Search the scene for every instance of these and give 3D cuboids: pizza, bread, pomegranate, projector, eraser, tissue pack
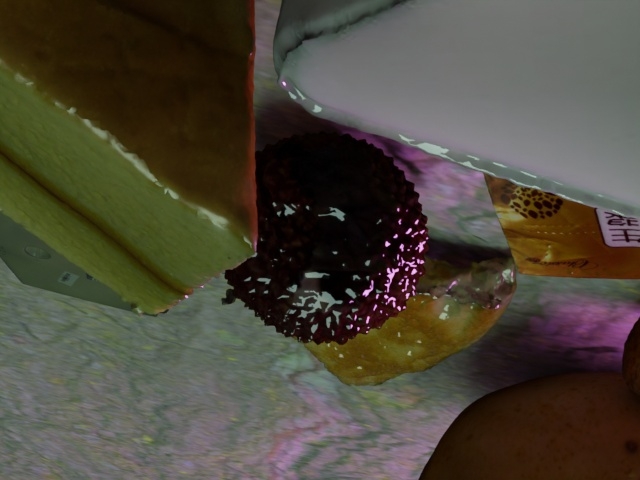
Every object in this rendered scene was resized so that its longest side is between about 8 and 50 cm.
[{"bbox_3d":[0.026,0.037,1.392,0.287,0.075,0.280,30,145,-27],"label":"pizza"},{"bbox_3d":[-0.242,-0.101,0.974,0.361,0.245,0.233,6,164,-21],"label":"bread"},{"bbox_3d":[0.290,0.324,1.474,0.416,0.417,0.417,10,153,5],"label":"pomegranate"},{"bbox_3d":[-0.214,-0.033,1.332,0.193,0.088,0.269,14,153,-1],"label":"projector"},{"bbox_3d":[0.125,-0.152,0.897,0.331,0.150,0.331,7,153,4],"label":"eraser"},{"bbox_3d":[0.249,-0.044,1.115,0.226,0.092,0.183,3,152,21],"label":"tissue pack"}]

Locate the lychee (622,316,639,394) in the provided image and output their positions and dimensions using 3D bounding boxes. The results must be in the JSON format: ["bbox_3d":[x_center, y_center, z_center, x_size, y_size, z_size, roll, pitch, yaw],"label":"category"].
[{"bbox_3d":[0.335,0.097,1.337,0.114,0.101,0.140,28,148,-31],"label":"lychee"}]

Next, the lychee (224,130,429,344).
[{"bbox_3d":[0.000,0.000,1.219,0.188,0.188,0.188,10,153,5],"label":"lychee"}]
